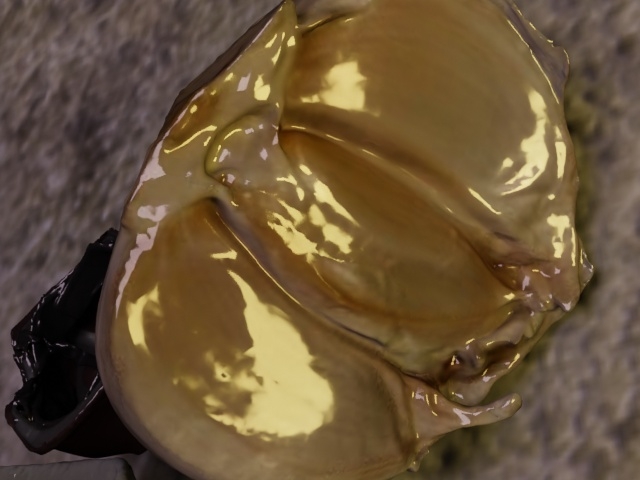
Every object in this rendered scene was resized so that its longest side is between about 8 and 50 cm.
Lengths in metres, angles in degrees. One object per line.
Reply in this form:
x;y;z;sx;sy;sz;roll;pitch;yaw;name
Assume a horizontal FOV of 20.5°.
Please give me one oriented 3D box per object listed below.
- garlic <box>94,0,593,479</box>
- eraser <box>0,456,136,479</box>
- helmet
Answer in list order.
0.000;0.000;0.733;0.229;0.178;0.143;-56;16;-15;garlic
-0.208;0.174;0.859;0.352;0.077;0.111;-9;69;35;eraser
-0.090;0.056;0.805;0.098;0.070;0.123;-46;33;20;helmet
